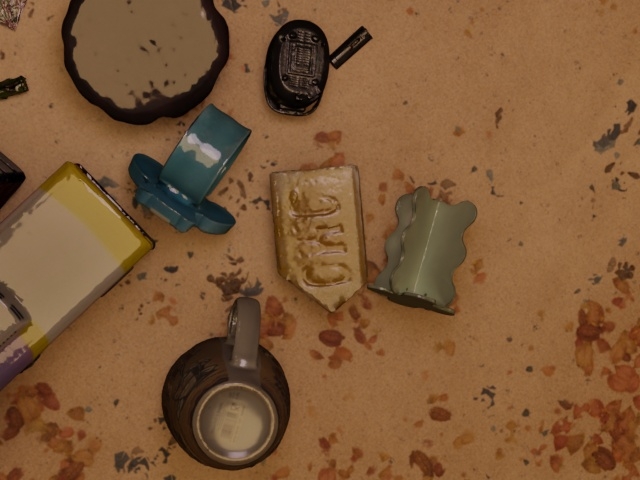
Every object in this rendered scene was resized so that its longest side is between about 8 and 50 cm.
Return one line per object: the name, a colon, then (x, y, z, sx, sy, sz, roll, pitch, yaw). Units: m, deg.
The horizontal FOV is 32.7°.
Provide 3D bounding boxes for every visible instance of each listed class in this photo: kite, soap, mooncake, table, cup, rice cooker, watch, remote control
kite: (-0.558, -0.434, 1.883, 0.139, 0.011, 0.156, -26, 96, -11)
soap: (0.000, 0.000, 1.935, 0.160, 0.080, 0.257, -6, 91, 3)
mooncake: (-0.297, -0.339, 1.860, 0.283, 0.141, 0.283, -1, 100, -5)
table: (0.186, 0.015, 1.945, 0.167, 0.166, 0.198, 18, 80, -9)
cup: (-0.140, 0.247, 1.843, 0.227, 0.257, 0.301, 11, 88, -11)
rice cooker: (-0.042, -0.304, 1.920, 0.112, 0.106, 0.165, 5, 80, -13)
watch: (-0.205, -0.128, 1.854, 0.211, 0.211, 0.193, 33, 104, -8)
remote control: (0.053, -0.350, 1.977, 0.091, 0.016, 0.034, -43, 102, -5)

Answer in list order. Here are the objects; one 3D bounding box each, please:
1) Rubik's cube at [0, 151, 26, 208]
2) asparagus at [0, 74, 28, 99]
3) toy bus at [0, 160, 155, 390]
Rubik's cube: (-0.717, -0.081, 1.690, 0.337, 0.344, 0.344, 40, 88, -6)
asparagus: (-0.585, -0.253, 1.871, 0.165, 0.030, 0.036, -11, 102, -9)
toy bus: (-0.494, 0.088, 1.783, 0.440, 0.249, 0.209, -43, 97, -6)
